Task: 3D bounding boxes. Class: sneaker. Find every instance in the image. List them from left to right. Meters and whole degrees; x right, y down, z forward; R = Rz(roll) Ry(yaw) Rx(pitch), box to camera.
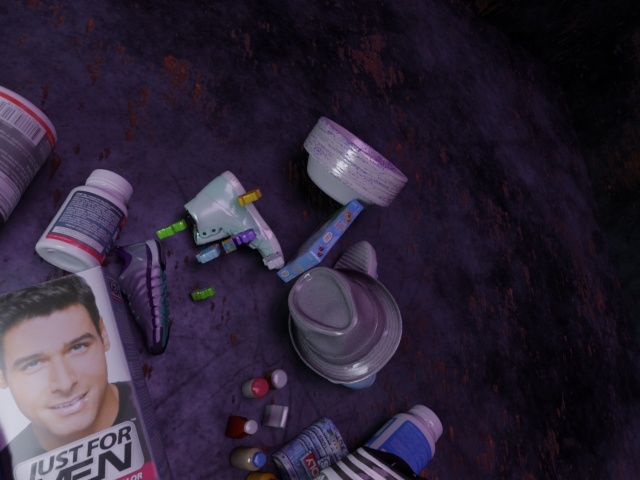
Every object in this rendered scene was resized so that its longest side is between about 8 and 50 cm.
[{"bbox_3d":[-0.344,0.110,0.809,0.098,0.083,0.224,-6,71,-11],"label":"sneaker"},{"bbox_3d":[-0.196,-0.010,0.956,0.151,0.094,0.256,-38,110,-15],"label":"sneaker"},{"bbox_3d":[0.095,0.183,1.053,0.150,0.135,0.366,38,54,-38],"label":"sneaker"},{"bbox_3d":[0.131,0.579,0.770,0.257,0.169,0.448,-28,104,-18],"label":"sneaker"}]

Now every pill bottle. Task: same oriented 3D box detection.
[{"bbox_3d":[-0.567,-0.100,0.674,0.161,0.161,0.284,27,57,-23],"label":"pill bottle"},{"bbox_3d":[-0.422,-0.038,0.782,0.107,0.108,0.180,28,57,-22],"label":"pill bottle"},{"bbox_3d":[0.183,0.477,0.968,0.221,0.124,0.124,-25,85,-38],"label":"pill bottle"}]

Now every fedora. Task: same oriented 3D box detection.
[{"bbox_3d":[0.030,0.154,0.911,0.275,0.243,0.124,49,-2,40],"label":"fedora"}]

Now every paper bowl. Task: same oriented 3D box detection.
[{"bbox_3d":[0.079,-0.189,1.130,0.284,0.148,0.284,31,19,-12],"label":"paper bowl"}]

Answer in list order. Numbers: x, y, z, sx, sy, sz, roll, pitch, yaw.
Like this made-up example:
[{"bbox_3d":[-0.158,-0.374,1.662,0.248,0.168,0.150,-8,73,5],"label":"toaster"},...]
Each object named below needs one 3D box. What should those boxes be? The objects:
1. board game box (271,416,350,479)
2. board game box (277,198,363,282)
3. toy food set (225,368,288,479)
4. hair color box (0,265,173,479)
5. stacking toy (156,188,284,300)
[{"bbox_3d":[-0.009,0.500,0.865,0.194,0.060,0.194,-22,84,-40],"label":"board game box"},{"bbox_3d":[0.000,0.000,1.028,0.039,0.160,0.212,46,51,-9],"label":"board game box"},{"bbox_3d":[-0.110,0.359,0.827,0.111,0.104,0.233,27,57,-23],"label":"toy food set"},{"bbox_3d":[-0.371,0.249,0.651,0.185,0.113,0.375,-18,80,-16],"label":"hair color box"},{"bbox_3d":[-0.199,0.009,0.886,0.221,0.052,0.167,-25,108,-13],"label":"stacking toy"}]
